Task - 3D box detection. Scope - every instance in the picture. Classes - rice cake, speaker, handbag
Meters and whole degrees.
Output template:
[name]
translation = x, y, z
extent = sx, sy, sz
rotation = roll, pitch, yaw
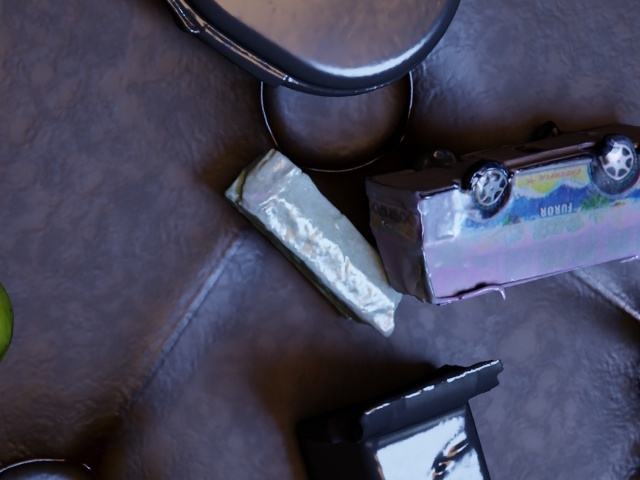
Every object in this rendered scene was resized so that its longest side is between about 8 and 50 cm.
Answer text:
[rice cake]
translation = 0.000, 0.000, 1.601
extent = 0.206, 0.063, 0.069
rotation = 43, 76, -20
[speaker]
translation = 0.114, 0.291, 1.616
extent = 0.180, 0.184, 0.388
rotation = -21, 104, -16
[handbag]
translation = -0.014, -0.267, 1.547
extent = 0.308, 0.093, 0.254
rotation = 31, 88, -20

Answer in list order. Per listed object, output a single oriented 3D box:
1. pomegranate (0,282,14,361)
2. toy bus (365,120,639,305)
[pomegranate]
translation = -0.328, 0.072, 1.473
extent = 0.130, 0.130, 0.130
rotation = -3, 98, -19
[toy bus]
translation = 0.195, -0.030, 1.621
extent = 0.317, 0.112, 0.138
rotation = -13, 107, -27
